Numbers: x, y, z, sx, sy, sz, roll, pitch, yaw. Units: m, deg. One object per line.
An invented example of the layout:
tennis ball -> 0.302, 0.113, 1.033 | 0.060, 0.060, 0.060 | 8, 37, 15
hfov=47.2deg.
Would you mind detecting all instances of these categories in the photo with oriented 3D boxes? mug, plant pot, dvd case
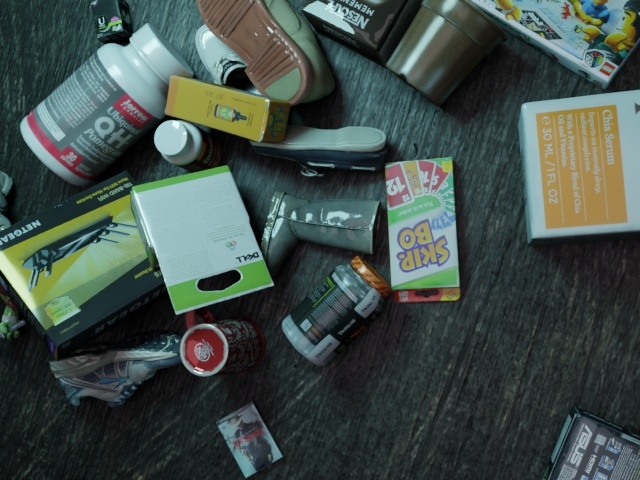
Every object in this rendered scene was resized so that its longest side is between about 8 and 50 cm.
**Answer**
mug -> -0.197, 0.190, 1.339 | 0.150, 0.169, 0.113 | 18, 90, 14
plant pot -> 0.213, -0.339, 1.299 | 0.167, 0.167, 0.165 | 40, 103, 13
dvd case -> -0.134, 0.377, 1.389 | 0.087, 0.013, 0.119 | -32, 78, 9

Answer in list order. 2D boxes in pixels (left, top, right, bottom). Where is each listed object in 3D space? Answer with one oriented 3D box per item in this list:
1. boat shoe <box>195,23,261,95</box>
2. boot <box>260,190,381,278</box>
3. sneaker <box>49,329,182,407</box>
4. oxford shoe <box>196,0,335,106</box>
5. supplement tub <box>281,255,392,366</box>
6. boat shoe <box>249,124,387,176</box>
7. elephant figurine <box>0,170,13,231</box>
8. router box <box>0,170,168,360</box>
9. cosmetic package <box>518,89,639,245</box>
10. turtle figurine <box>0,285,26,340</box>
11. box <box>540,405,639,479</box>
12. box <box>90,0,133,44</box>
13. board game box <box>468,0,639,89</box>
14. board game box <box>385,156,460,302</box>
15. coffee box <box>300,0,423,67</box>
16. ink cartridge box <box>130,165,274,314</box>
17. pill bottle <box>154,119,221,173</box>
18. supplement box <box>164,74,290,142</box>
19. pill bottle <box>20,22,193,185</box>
boat shoe -> -0.165, -0.321, 1.416 | 0.096, 0.088, 0.267 | -32, 79, 9
boot -> -0.001, 0.001, 1.366 | 0.209, 0.076, 0.189 | 12, 90, 7
sneaker -> -0.380, 0.255, 1.428 | 0.283, 0.110, 0.122 | -11, 101, 15
oxford shoe -> -0.114, -0.419, 1.392 | 0.140, 0.147, 0.396 | -35, 79, 35
supplement tub -> 0.032, 0.125, 1.317 | 0.190, 0.117, 0.117 | -45, 77, 7
boat shoe -> -0.005, -0.166, 1.361 | 0.255, 0.095, 0.079 | -1, 127, 2
elephant figurine -> -0.715, -0.090, 1.505 | 0.239, 0.186, 0.169 | 36, 132, -11
router box -> -0.424, 0.038, 1.363 | 0.309, 0.081, 0.243 | -34, 76, -33
cosmetic package -> 0.564, -0.122, 1.188 | 0.454, 0.161, 0.229 | -5, 84, 12
turtle figurine -> -0.599, 0.131, 1.425 | 0.267, 0.274, 0.197 | 5, 114, 8
box -> 0.487, 0.518, 1.187 | 0.318, 0.097, 0.394 | 22, 91, 16
box -> -0.429, -0.454, 1.509 | 0.062, 0.052, 0.083 | -12, 82, 11
board game box -> 0.433, -0.430, 1.299 | 0.305, 0.053, 0.193 | 36, 94, 14
board game box -> 0.187, -0.018, 1.336 | 0.124, 0.039, 0.259 | -4, 87, 14
coffee box -> 0.118, -0.497, 1.347 | 0.168, 0.119, 0.297 | 31, 93, 13
ink cartridge box -> -0.220, 0.009, 1.337 | 0.189, 0.097, 0.255 | -16, 70, -20
pill bottle -> -0.253, -0.179, 1.392 | 0.086, 0.152, 0.086 | -1, 86, 14
supplement box -> -0.171, -0.240, 1.330 | 0.234, 0.080, 0.078 | 21, 105, 30
pill bottle -> -0.407, -0.268, 1.425 | 0.319, 0.176, 0.176 | -40, 78, 8
